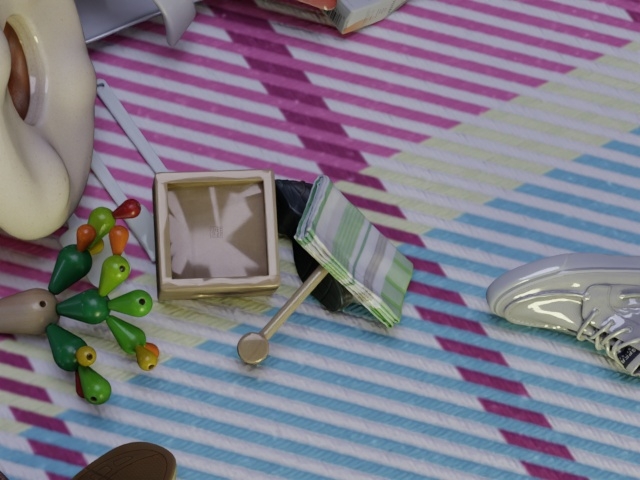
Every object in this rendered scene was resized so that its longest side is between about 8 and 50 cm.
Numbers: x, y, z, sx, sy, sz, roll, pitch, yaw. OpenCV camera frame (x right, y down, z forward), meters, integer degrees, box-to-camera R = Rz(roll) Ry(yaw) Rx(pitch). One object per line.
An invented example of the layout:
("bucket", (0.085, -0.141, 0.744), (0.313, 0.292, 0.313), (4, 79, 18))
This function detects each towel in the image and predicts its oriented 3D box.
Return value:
("towel", (0.041, 0.009, 1.930), (0.152, 0.023, 0.113), (43, 37, -19))

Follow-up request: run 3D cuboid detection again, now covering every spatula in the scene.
("spatula", (-0.241, -0.068, 2.009), (0.168, 0.019, 0.242), (-30, 68, -19))

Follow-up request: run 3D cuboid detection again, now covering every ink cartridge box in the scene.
("ink cartridge box", (0.053, -0.334, 2.188), (0.179, 0.045, 0.145), (-23, 63, -37))

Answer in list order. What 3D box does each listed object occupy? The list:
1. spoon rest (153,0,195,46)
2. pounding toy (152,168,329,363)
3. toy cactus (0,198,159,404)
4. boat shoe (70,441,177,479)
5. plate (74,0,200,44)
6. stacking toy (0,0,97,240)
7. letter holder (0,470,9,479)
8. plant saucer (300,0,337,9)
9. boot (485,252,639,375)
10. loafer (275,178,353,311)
("spoon rest", (-0.272, -0.319, 2.060), (0.276, 0.084, 0.137), (26, 62, 8))
("pounding toy", (-0.084, 0.033, 1.932), (0.181, 0.094, 0.206), (-2, 81, -8))
("toy cactus", (-0.256, 0.069, 1.893), (0.180, 0.112, 0.219), (-7, 78, 16))
("boat shoe", (-0.229, 0.322, 1.762), (0.105, 0.089, 0.285), (18, 56, 26))
("plate", (-0.234, -0.366, 2.162), (0.277, 0.045, 0.278), (-23, 66, -16))
("stacking toy", (-0.505, -0.152, 1.910), (0.480, 0.350, 0.350), (-7, 60, 14))
("letter holder", (-0.375, 0.273, 1.675), (0.214, 0.152, 0.302), (-36, 53, -19))
("plant saucer", (-0.078, -0.407, 2.138), (0.258, 0.047, 0.259), (19, 46, -5))
("boot", (0.314, 0.086, 1.934), (0.258, 0.095, 0.123), (-5, 55, -10))
("loafer", (0.000, 0.000, 1.973), (0.061, 0.062, 0.170), (-11, 63, -32))
